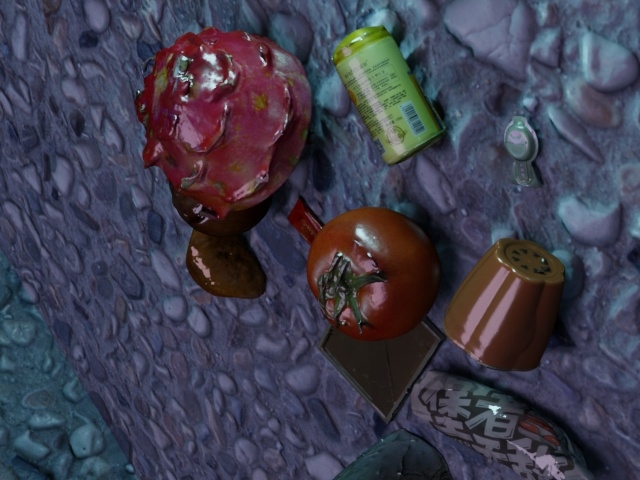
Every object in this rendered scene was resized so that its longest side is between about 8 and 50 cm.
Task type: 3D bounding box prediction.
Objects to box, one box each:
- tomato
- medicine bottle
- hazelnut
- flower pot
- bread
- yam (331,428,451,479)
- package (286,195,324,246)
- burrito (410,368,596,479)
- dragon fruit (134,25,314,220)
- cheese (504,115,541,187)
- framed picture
[{"bbox_3d":[0.101,0.063,1.830,0.255,0.224,0.256,24,126,39],"label":"tomato"},{"bbox_3d":[0.114,-0.258,1.701,0.124,0.124,0.239,-29,88,54],"label":"medicine bottle"},{"bbox_3d":[-0.219,-0.104,2.119,0.234,0.218,0.218,51,146,44],"label":"hazelnut"},{"bbox_3d":[0.318,0.097,1.641,0.190,0.190,0.173,38,126,30],"label":"flower pot"},{"bbox_3d":[-0.251,0.045,2.328,0.260,0.134,0.129,60,145,3],"label":"bread"},{"bbox_3d":[0.103,0.595,2.110,0.241,0.348,0.241,42,152,29],"label":"yam"},{"bbox_3d":[0.000,0.000,2.087,0.200,0.022,0.083,50,143,19],"label":"package"},{"bbox_3d":[0.345,0.359,1.831,0.445,0.101,0.139,24,124,43],"label":"burrito"},{"bbox_3d":[-0.215,-0.245,1.898,0.371,0.249,0.386,8,83,37],"label":"dragon fruit"},{"bbox_3d":[0.327,-0.144,1.586,0.067,0.026,0.121,16,125,46],"label":"cheese"},{"bbox_3d":[0.119,0.217,2.079,0.247,0.022,0.335,46,141,21],"label":"framed picture"}]
